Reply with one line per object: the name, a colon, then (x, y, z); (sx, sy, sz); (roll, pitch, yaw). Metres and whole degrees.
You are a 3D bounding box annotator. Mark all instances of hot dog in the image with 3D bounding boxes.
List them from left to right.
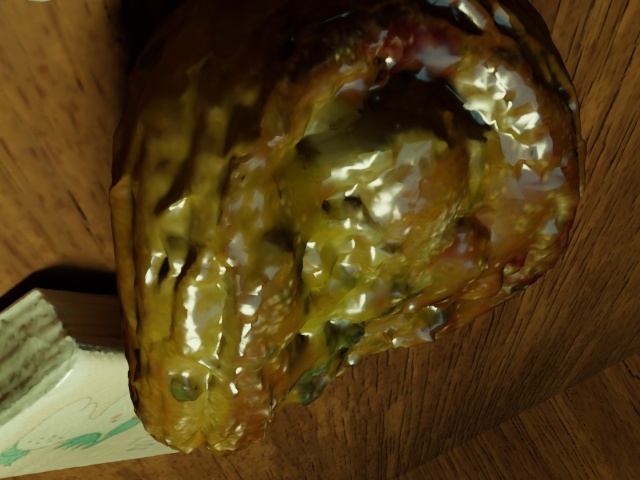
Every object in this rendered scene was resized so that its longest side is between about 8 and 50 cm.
hot dog: (0.000, 0.000, 0.686); (0.267, 0.174, 0.387); (-26, 160, -15)

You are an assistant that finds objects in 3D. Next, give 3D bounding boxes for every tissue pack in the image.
tissue pack: (-0.149, 0.107, 0.916); (0.170, 0.071, 0.325); (-37, 161, 19)
